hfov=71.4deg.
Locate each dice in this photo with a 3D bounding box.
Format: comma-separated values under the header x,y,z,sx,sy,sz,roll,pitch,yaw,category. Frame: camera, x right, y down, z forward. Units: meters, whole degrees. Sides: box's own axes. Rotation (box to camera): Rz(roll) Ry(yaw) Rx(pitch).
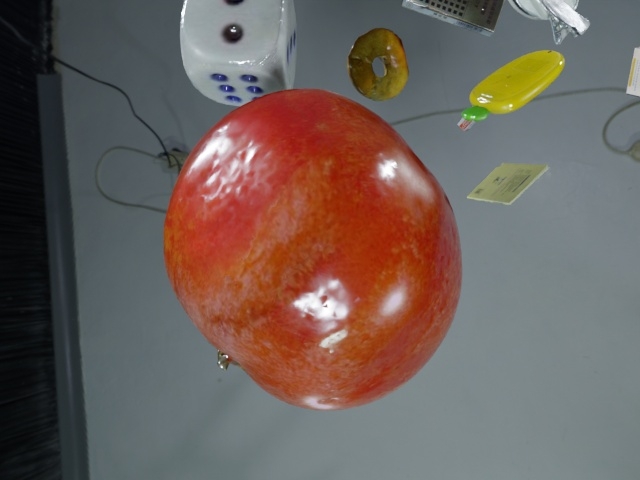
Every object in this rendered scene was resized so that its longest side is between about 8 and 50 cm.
x,y,z,sx,sy,sz,roll,pitch,yaw,category
-0.149,-0.380,0.862,0.194,0.193,0.191,5,82,2,dice

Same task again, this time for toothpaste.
x,y,z,sx,sy,sz,roll,pitch,yaw,category
0.570,-0.474,1.581,0.047,0.040,0.196,44,134,6,toothpaste

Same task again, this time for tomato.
x,y,z,sx,sy,sz,roll,pitch,yaw,category
-0.013,0.010,0.491,0.290,0.293,0.325,-45,44,1,tomato

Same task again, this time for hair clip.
x,y,z,sx,sy,sz,roll,pitch,yaw,category
0.406,-0.463,0.813,0.140,0.054,0.220,-45,102,-13,hair clip

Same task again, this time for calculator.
x,y,z,sx,sy,sz,roll,pitch,yaw,category
0.408,-0.332,0.955,0.235,0.032,0.146,-37,35,-3,calculator

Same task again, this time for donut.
x,y,z,sx,sy,sz,roll,pitch,yaw,category
0.156,-0.488,1.251,0.174,0.074,0.190,-39,111,-2,donut

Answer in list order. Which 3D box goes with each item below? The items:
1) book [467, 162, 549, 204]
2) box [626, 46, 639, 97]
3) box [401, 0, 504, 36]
x,y,z,sx,sy,sz,roll,pitch,yaw,category
0.562,-0.176,1.356,0.168,0.192,0.013,-43,111,-6,book
0.884,-0.436,1.170,0.033,0.247,0.129,-4,115,4,box
0.453,-0.827,1.501,0.325,0.047,0.180,19,88,-2,box
